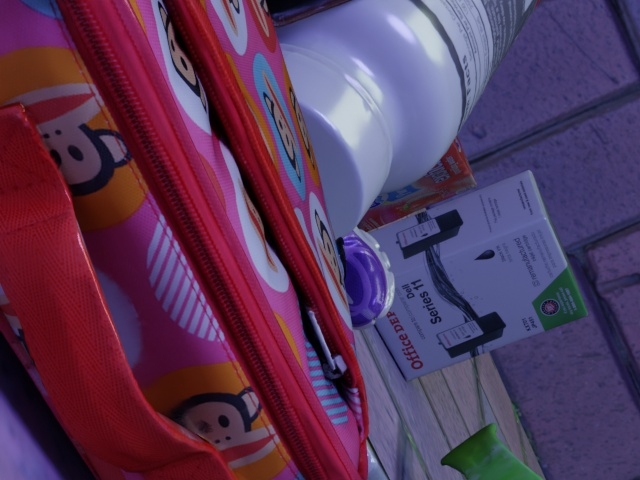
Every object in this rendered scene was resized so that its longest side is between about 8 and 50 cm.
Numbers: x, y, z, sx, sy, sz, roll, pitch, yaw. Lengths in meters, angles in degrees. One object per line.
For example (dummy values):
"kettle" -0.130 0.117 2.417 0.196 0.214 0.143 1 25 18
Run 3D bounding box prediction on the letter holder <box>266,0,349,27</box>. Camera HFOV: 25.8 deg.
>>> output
"letter holder" -0.093 -0.277 0.840 0.302 0.214 0.152 61 -12 26

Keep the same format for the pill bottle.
"pill bottle" 0.035 -0.142 0.965 0.318 0.176 0.176 -56 129 -41

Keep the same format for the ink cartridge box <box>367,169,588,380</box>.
"ink cartridge box" 0.151 0.040 1.450 0.087 0.208 0.153 -98 162 -51

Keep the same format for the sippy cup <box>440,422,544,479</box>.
"sippy cup" 0.227 0.311 1.221 0.224 0.240 0.305 -164 -107 -88

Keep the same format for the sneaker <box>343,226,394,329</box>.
"sneaker" 0.000 0.000 1.168 0.071 0.068 0.170 15 42 -60

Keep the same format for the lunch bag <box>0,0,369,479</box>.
"lunch bag" -0.075 -0.029 0.536 0.258 0.120 0.293 -95 165 -55

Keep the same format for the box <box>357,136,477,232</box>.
"box" 0.059 -0.118 1.492 0.300 0.154 0.142 39 29 -75

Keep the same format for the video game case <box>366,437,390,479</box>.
"video game case" -0.006 0.076 0.839 0.193 0.023 0.212 62 -2 22
